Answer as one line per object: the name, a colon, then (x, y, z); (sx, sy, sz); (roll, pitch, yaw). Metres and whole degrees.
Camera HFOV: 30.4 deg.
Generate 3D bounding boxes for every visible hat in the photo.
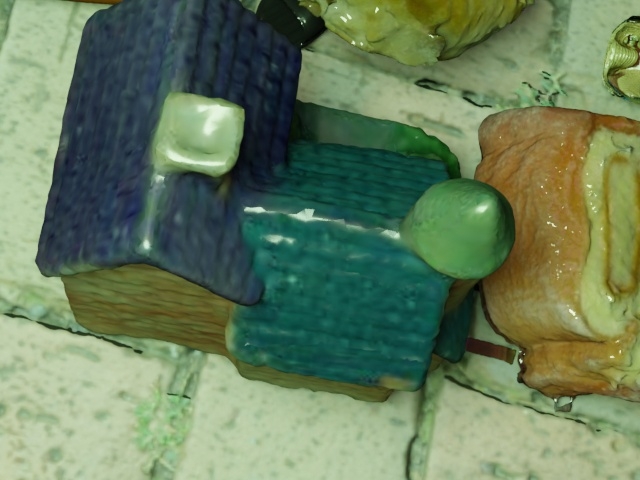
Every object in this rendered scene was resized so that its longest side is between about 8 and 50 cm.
hat: (0.294, -0.158, 1.051); (0.077, 0.059, 0.076); (13, 89, 16)

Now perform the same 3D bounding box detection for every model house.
model house: (-0.029, -0.034, 0.828); (0.312, 0.280, 0.245); (11, 71, -1)

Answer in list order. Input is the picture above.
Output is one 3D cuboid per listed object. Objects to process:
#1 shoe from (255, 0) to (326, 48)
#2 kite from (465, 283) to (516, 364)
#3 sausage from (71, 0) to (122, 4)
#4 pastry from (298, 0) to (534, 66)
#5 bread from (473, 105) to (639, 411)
shoe: (0.009, -0.228, 1.039); (0.159, 0.053, 0.062); (-37, 84, -21)
kite: (0.000, -0.001, 0.977); (0.361, 0.022, 0.204); (12, 70, -4)
sausage: (-0.211, -0.247, 0.992); (0.238, 0.098, 0.098); (6, 71, -8)
pastry: (0.062, -0.261, 0.990); (0.257, 0.121, 0.235); (40, 45, -9)
bread: (0.226, 0.013, 0.948); (0.190, 0.123, 0.244); (8, 75, -22)
